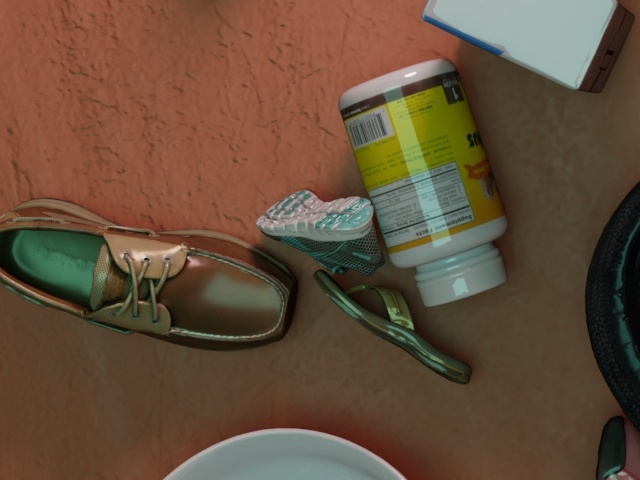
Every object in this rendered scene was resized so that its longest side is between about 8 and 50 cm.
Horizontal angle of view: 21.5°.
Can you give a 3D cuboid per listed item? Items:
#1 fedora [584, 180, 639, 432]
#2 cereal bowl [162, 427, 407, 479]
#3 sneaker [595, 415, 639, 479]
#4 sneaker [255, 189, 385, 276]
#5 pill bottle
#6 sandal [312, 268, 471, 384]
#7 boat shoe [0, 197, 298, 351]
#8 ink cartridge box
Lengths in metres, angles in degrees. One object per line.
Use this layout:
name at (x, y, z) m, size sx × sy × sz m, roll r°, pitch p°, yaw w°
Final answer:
fedora at (0.404, 0.067, 1.472) m, size 0.334 × 0.152 × 0.334 m, roll 0°, pitch 91°, yaw 21°
cereal bowl at (-0.026, 0.358, 1.605) m, size 0.338 × 0.141 × 0.339 m, roll -5°, pitch 67°, yaw 11°
sneaker at (0.338, 0.306, 1.544) m, size 0.136 × 0.116 × 0.314 m, roll -15°, pitch 87°, yaw 8°
sneaker at (0.000, 0.000, 1.599) m, size 0.065 × 0.166 × 0.076 m, roll -38°, pitch 116°, yaw -24°
pill bottle at (0.102, -0.052, 1.563) m, size 0.117 × 0.117 × 0.215 m, roll -18°, pitch 92°, yaw 17°
sandal at (0.073, 0.075, 1.615) m, size 0.180 × 0.072 × 0.049 m, roll 32°, pitch 88°, yaw 8°
boat shoe at (-0.188, 0.042, 1.652) m, size 0.324 × 0.120 × 0.123 m, roll 11°, pitch 99°, yaw 14°
ink cartridge box at (0.187, -0.196, 1.480) m, size 0.148 × 0.203 × 0.086 m, roll 26°, pitch 100°, yaw 11°
